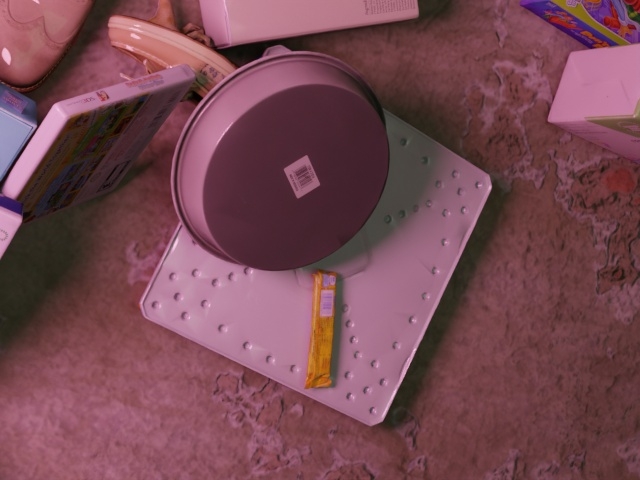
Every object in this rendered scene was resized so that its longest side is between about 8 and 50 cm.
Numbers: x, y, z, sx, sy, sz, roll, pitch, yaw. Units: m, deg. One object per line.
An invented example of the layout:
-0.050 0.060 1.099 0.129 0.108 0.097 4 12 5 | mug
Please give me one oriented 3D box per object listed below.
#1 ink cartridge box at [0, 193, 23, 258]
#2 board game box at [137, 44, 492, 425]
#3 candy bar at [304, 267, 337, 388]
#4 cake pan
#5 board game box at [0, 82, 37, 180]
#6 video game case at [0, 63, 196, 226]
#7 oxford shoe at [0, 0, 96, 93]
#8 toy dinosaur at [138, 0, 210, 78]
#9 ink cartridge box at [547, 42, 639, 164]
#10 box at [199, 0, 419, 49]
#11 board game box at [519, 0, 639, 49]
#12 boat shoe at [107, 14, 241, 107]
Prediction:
-0.461 0.011 1.254 0.223 0.045 0.224 27 109 -23 | ink cartridge box
0.000 0.000 1.603 0.390 0.050 0.390 29 82 -25 | board game box
0.002 0.117 1.577 0.040 0.018 0.162 1 94 -29 | candy bar
-0.037 -0.085 1.460 0.293 0.054 0.293 -14 124 -22 | cake pan
-0.500 -0.064 1.279 0.253 0.079 0.336 30 107 -25 | board game box
-0.265 -0.101 1.349 0.026 0.227 0.206 52 40 8 | video game case
-0.298 -0.337 1.389 0.123 0.130 0.348 23 85 -25 | oxford shoe
-0.188 -0.257 1.491 0.092 0.053 0.183 9 91 -24 | toy dinosaur
0.542 -0.166 1.753 0.353 0.207 0.119 20 85 -25 | ink cartridge box
-0.015 -0.320 1.543 0.275 0.094 0.113 -11 99 -23 | box
0.465 -0.452 1.763 0.233 0.078 0.347 25 84 -25 | board game box
-0.138 -0.179 1.443 0.285 0.104 0.089 28 90 -23 | boat shoe
